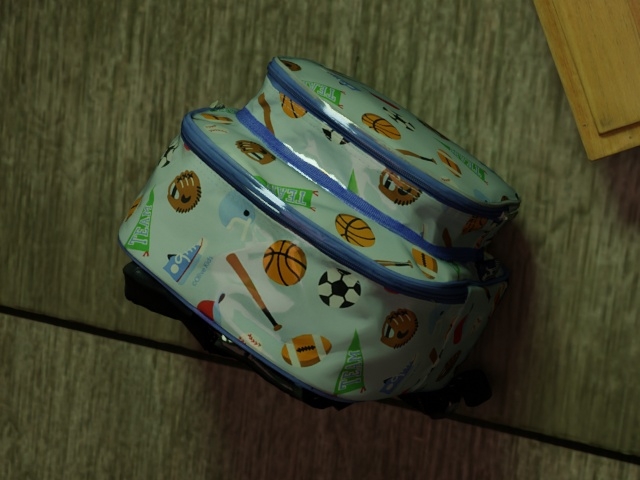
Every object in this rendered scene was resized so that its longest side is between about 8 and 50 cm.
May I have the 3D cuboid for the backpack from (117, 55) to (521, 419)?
[{"bbox_3d":[0.000,0.000,1.276,0.276,0.263,0.213,30,109,14],"label":"backpack"}]

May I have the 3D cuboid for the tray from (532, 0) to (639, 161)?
[{"bbox_3d":[0.210,-0.280,1.248,0.203,0.076,0.411,-19,92,23],"label":"tray"}]
